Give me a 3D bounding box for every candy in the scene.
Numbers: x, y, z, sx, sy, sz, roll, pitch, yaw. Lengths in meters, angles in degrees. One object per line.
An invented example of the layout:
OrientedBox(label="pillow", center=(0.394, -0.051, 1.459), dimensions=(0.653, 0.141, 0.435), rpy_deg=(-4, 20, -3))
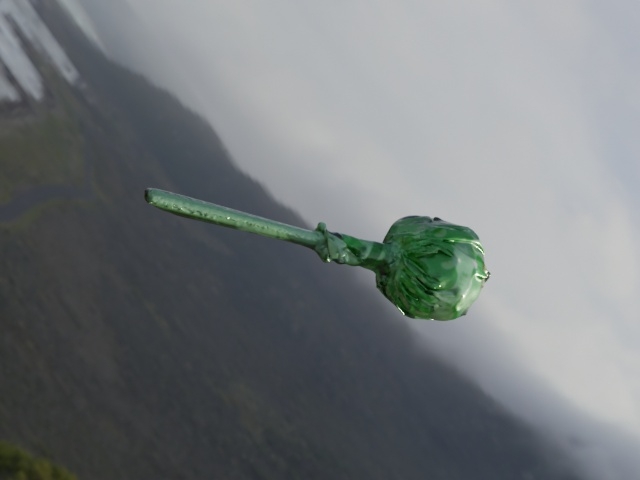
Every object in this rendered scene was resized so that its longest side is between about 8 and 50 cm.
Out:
OrientedBox(label="candy", center=(0.000, 0.002, 1.072), dimensions=(0.323, 0.097, 0.097), rpy_deg=(14, 22, -28))
